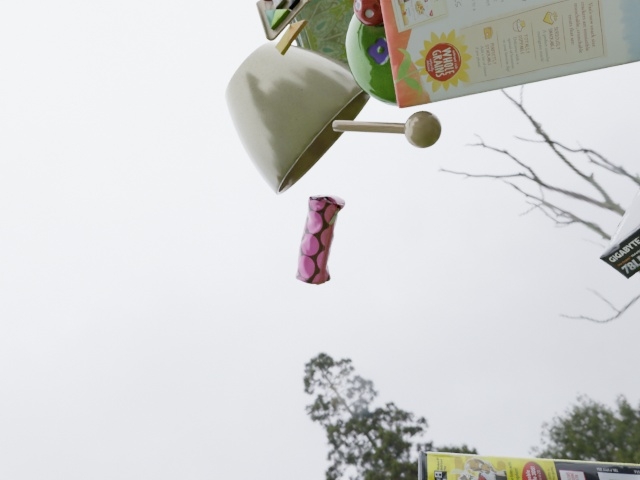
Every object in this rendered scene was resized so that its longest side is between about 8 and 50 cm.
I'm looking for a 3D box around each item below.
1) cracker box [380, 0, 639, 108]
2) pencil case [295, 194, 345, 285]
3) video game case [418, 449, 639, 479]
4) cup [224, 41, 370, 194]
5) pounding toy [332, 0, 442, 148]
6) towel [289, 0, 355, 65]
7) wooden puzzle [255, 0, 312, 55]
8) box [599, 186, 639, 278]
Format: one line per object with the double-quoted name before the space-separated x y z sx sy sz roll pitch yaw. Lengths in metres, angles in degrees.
"cracker box" 0.169 -0.210 0.463 0.067 0.232 0.155 -28 -69 -53
"pencil case" 0.000 0.000 1.260 0.095 0.098 0.209 -5 -70 -42
"video game case" 0.217 0.330 0.512 0.249 0.274 0.035 0 -54 10
"cup" -0.071 -0.302 1.244 0.237 0.331 0.331 43 -87 1
"pounding toy" 0.100 -0.256 0.754 0.110 0.183 0.236 -6 -70 -66
"towel" 0.114 -0.561 1.481 0.375 0.090 0.320 -22 -48 -1
"wooden puzzle" -0.045 -0.278 0.642 0.079 0.116 0.014 -39 -32 28
"box" 0.640 -0.107 0.937 0.295 0.073 0.293 -43 -11 -31
